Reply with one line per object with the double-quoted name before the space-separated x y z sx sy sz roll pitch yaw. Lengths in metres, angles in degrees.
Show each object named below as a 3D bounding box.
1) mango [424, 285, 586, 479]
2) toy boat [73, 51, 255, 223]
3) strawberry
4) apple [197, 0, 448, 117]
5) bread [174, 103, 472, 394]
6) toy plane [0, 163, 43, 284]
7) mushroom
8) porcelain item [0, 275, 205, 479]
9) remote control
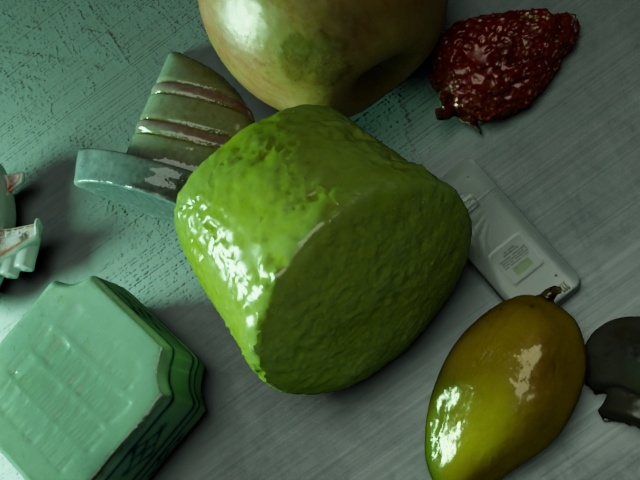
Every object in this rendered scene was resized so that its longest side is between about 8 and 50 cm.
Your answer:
"mango" 0.235 0.200 1.354 0.176 0.119 0.316 36 99 29
"toy boat" -0.214 -0.149 1.639 0.276 0.111 0.293 31 73 18
"strawberry" 0.268 -0.260 1.516 0.228 0.098 0.174 -14 68 14
"apple" 0.011 -0.354 1.496 0.364 0.364 0.363 -6 69 16
"bread" 0.000 0.000 1.399 0.348 0.348 0.308 -41 53 1
"toy plane" -0.554 -0.014 1.695 0.252 0.118 0.252 -6 72 18
"mushroom" 0.416 0.162 1.317 0.188 0.117 0.141 21 67 28
"porcelain item" -0.329 0.218 1.512 0.286 0.157 0.281 37 88 25
"remote control" 0.248 -0.001 1.465 0.103 0.034 0.250 -40 65 2
